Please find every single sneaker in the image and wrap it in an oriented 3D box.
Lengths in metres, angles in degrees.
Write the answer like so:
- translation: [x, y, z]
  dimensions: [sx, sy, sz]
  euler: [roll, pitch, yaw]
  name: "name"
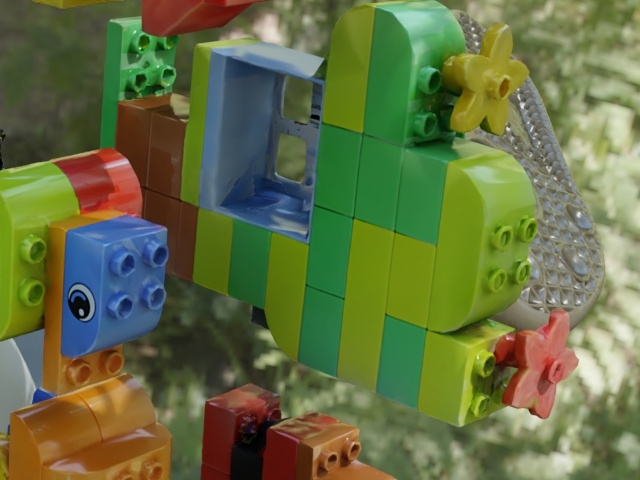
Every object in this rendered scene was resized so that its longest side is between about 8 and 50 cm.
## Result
- translation: [0.043, -0.008, 0.631]
  dimensions: [0.066, 0.071, 0.188]
  euler: [38, 23, -18]
  name: "sneaker"

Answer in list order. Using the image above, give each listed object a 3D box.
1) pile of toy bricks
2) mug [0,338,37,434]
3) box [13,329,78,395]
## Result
- translation: [0.000, 0.000, 0.356]
  dimensions: [0.105, 0.212, 0.118]
  euler: [20, 24, 36]
  name: "pile of toy bricks"
- translation: [-0.281, 0.054, 0.381]
  dimensions: [0.276, 0.374, 0.328]
  euler: [25, 65, 31]
  name: "mug"
- translation: [-0.254, 0.179, 0.894]
  dimensions: [0.179, 0.312, 0.343]
  euler: [29, 7, -28]
  name: "box"
